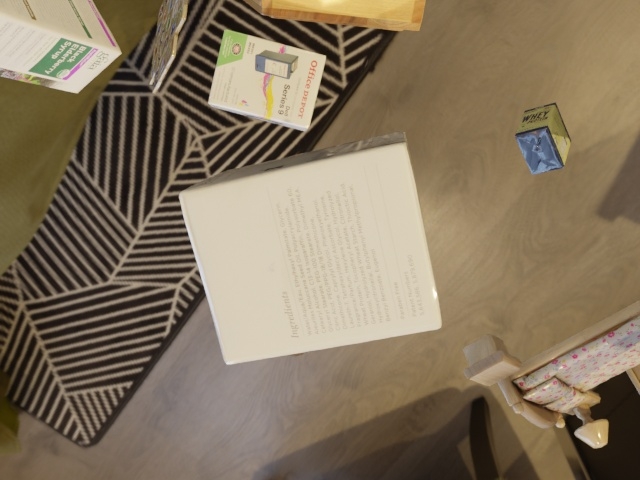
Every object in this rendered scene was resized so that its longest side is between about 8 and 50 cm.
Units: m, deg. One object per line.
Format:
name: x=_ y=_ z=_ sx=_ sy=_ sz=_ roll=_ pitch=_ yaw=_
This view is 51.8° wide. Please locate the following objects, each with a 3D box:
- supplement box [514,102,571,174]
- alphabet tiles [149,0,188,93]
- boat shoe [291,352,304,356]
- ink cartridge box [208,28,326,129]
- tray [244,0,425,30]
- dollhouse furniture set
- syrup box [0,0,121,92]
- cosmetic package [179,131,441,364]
supplement box: x=0.379 y=-0.173 z=1.118 sx=0.056 sy=0.083 sz=0.083 roll=-10 pitch=124 yaw=38
alphabet tiles: x=-0.345 y=-0.527 z=1.530 sx=0.011 sy=0.285 sz=0.342 roll=11 pitch=67 yaw=-25
boat shoe: x=-0.040 y=0.055 z=0.885 sx=0.068 sy=0.189 sz=0.072 roll=-22 pitch=142 yaw=38
ink cartridge box: x=-0.108 y=-0.326 z=1.354 sx=0.213 sy=0.093 sz=0.154 roll=14 pitch=96 yaw=-7
tray: x=-0.022 y=-0.377 z=0.957 sx=0.203 sy=0.411 sz=0.076 roll=0 pitch=115 yaw=-17
dollhouse furniture set: x=0.377 y=0.151 z=0.680 sx=0.303 sy=0.173 sz=0.356 roll=-37 pitch=141 yaw=24
syrup box: x=-0.363 y=-0.259 z=0.798 sx=0.093 sy=0.237 sz=0.096 roll=-33 pitch=80 yaw=19
cosmetic package: x=0.000 y=0.000 z=0.580 sx=0.184 sy=0.151 sz=0.151 roll=-11 pitch=101 yaw=9
